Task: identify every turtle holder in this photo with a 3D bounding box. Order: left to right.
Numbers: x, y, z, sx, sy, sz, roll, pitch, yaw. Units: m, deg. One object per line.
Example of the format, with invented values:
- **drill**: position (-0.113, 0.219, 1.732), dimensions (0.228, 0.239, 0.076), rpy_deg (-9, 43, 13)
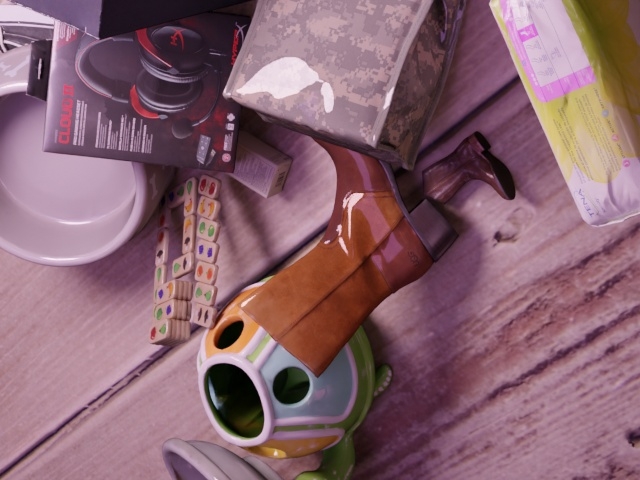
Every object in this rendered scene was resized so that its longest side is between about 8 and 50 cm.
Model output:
- **turtle holder**: position (-0.058, 0.217, 2.032), dimensions (0.243, 0.227, 0.320), rpy_deg (17, 116, 28)

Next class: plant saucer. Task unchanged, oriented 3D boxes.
- **plant saucer**: position (-0.080, 0.435, 2.149), dimensions (0.400, 0.100, 0.400), rpy_deg (44, 160, 20)

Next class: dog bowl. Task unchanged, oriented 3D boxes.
- **dog bowl**: position (-0.395, -0.114, 2.125), dimensions (0.349, 0.102, 0.348), rpy_deg (5, 120, 8)

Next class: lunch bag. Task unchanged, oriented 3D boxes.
- **lunch bag**: position (0.045, -0.266, 1.810), dimensions (0.235, 0.169, 0.287), rpy_deg (20, 89, 25)

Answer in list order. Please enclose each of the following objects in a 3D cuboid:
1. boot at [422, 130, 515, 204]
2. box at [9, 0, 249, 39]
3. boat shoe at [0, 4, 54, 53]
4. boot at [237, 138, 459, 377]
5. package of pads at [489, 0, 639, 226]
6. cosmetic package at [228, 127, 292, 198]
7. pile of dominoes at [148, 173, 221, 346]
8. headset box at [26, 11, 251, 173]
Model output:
- **boot**: position (0.191, -0.072, 1.872), dimensions (0.114, 0.037, 0.106), rpy_deg (-39, 71, 34)
- **box**: position (-0.287, -0.420, 1.875), dimensions (0.313, 0.343, 0.178), rpy_deg (25, 119, 24)
- **boat shoe**: position (-0.445, -0.303, 2.174), dimensions (0.306, 0.113, 0.104), rpy_deg (6, 97, 23)
- **boot**: position (0.000, 0.000, 1.914), dimensions (0.280, 0.096, 0.264), rpy_deg (-43, 92, 0)
- **package of pads**: position (0.325, -0.182, 1.618), dimensions (0.101, 0.229, 0.296), rpy_deg (-21, 95, 38)
- **cosmetic package**: position (-0.103, -0.116, 2.054), dimensions (0.115, 0.041, 0.060), rpy_deg (34, 123, 20)
- **pile of dominoes**: position (-0.208, 0.025, 2.071), dimensions (0.196, 0.040, 0.251), rpy_deg (-24, 60, 54)
- **headset box**: position (-0.252, -0.218, 1.955), dimensions (0.293, 0.110, 0.218), rpy_deg (7, 99, -6)
